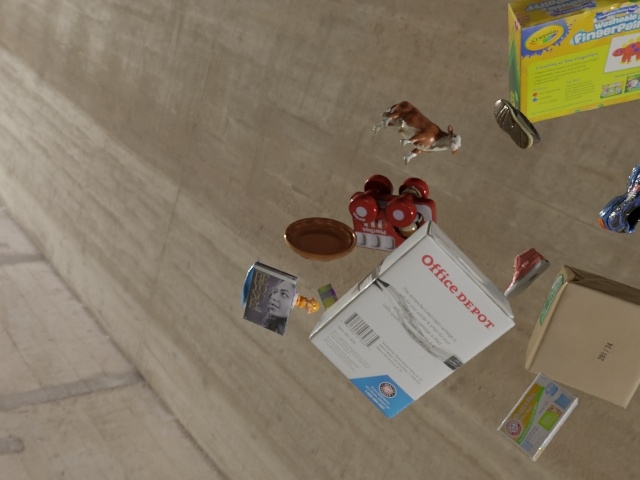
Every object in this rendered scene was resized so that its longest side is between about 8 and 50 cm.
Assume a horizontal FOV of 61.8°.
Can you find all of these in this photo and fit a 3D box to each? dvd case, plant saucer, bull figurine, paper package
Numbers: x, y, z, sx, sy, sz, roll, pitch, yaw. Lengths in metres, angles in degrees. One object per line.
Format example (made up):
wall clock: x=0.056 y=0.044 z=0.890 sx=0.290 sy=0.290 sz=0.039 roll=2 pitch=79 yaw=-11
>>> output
dvd case: x=-0.173 y=0.200 z=1.835 sx=0.165 sy=0.221 sz=0.018 roll=20 pitch=-161 yaw=18
plant saucer: x=0.000 y=0.000 z=1.465 sx=0.200 sy=0.037 sz=0.200 roll=3 pitch=-148 yaw=-2
bull figurine: x=0.324 y=-0.360 z=1.799 sx=0.188 sy=0.101 sz=0.310 roll=-26 pitch=-128 yaw=-18
paper package: x=0.818 y=0.283 z=1.607 sx=0.310 sy=0.324 sz=0.168 roll=19 pitch=-158 yaw=12

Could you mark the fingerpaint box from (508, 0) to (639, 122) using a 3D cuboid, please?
fingerpaint box: x=0.827 y=-0.595 z=1.663 sx=0.445 sy=0.371 sz=0.163 roll=-12 pitch=-130 yaw=12

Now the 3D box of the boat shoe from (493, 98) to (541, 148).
boat shoe: x=0.466 y=-0.278 z=1.272 sx=0.049 sy=0.056 sz=0.152 roll=-10 pitch=-120 yaw=-20

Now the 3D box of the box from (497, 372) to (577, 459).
box: x=0.592 y=0.482 z=1.459 sx=0.114 sy=0.203 sz=0.103 roll=35 pitch=173 yaw=34

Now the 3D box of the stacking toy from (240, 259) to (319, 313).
stacking toy: x=-0.147 y=0.209 z=2.053 sx=0.302 sy=0.175 sz=0.166 roll=19 pitch=161 yaw=-5

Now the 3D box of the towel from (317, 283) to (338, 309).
towel: x=0.028 y=0.203 z=1.931 sx=0.060 sy=0.083 sz=0.009 roll=-22 pitch=175 yaw=-20

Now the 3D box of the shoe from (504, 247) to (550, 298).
shoe: x=0.655 y=0.106 z=1.747 sx=0.063 sy=0.178 sz=0.081 roll=20 pitch=-151 yaw=-45

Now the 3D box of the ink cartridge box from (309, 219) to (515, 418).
ink cartridge box: x=0.218 y=0.189 z=1.296 sx=0.285 sy=0.395 sz=0.166 roll=46 pitch=-160 yaw=-2

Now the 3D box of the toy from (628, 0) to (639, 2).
toy: x=0.700 y=-0.546 z=1.129 sx=0.237 sy=0.056 sz=0.137 roll=-34 pitch=-88 yaw=-34

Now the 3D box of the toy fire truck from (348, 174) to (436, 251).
toy fire truck: x=0.240 y=-0.068 z=1.793 sx=0.302 sy=0.253 sz=0.169 roll=9 pitch=-141 yaw=26

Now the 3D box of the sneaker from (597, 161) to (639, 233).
sneaker: x=0.761 y=-0.104 z=1.255 sx=0.083 sy=0.221 sz=0.087 roll=23 pitch=-162 yaw=-23
